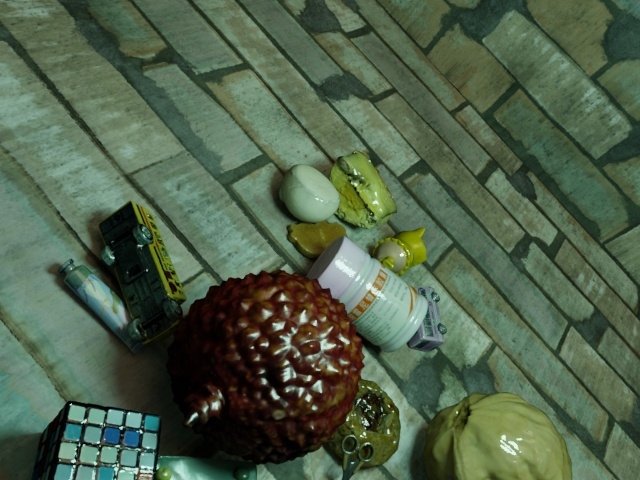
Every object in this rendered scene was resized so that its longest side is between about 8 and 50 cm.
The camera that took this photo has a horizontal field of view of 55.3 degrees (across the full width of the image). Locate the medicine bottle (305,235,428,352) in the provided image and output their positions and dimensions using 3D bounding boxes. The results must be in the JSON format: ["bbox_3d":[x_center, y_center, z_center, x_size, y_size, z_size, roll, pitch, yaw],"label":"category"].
[{"bbox_3d":[0.128,0.155,1.753,0.316,0.202,0.202,37,42,-9],"label":"medicine bottle"}]

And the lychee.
[{"bbox_3d":[-0.121,0.264,1.288,0.424,0.424,0.500,52,24,7],"label":"lychee"}]

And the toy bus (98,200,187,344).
[{"bbox_3d":[-0.406,0.076,1.416,0.335,0.121,0.123,62,10,23],"label":"toy bus"}]

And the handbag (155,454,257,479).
[{"bbox_3d":[-0.235,0.560,1.200,0.274,0.100,0.268,15,48,-29],"label":"handbag"}]

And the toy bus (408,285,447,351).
[{"bbox_3d":[0.318,0.242,1.920,0.108,0.096,0.198,13,53,-26],"label":"toy bus"}]

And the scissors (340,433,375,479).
[{"bbox_3d":[0.054,0.566,1.420,0.088,0.017,0.220,28,74,-11],"label":"scissors"}]

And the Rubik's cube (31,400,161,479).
[{"bbox_3d":[-0.412,0.418,1.109,0.184,0.182,0.187,20,47,-26],"label":"Rubik's cube"}]

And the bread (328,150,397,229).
[{"bbox_3d":[0.130,-0.163,2.041,0.204,0.163,0.262,-27,91,-48],"label":"bread"}]

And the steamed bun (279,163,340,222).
[{"bbox_3d":[-0.042,-0.139,1.898,0.177,0.130,0.228,17,29,-32],"label":"steamed bun"}]

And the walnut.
[{"bbox_3d":[0.457,0.572,1.562,0.384,0.383,0.383,22,46,-25],"label":"walnut"}]

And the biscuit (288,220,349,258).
[{"bbox_3d":[0.000,0.000,1.900,0.225,0.036,0.166,-6,58,-40],"label":"biscuit"}]

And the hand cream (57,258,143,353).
[{"bbox_3d":[-0.484,0.144,1.380,0.256,0.055,0.088,48,33,-8],"label":"hand cream"}]

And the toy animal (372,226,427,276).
[{"bbox_3d":[0.253,0.041,1.995,0.156,0.156,0.230,49,39,4],"label":"toy animal"}]

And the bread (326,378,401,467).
[{"bbox_3d":[0.109,0.459,1.552,0.230,0.123,0.230,21,49,-26],"label":"bread"}]
